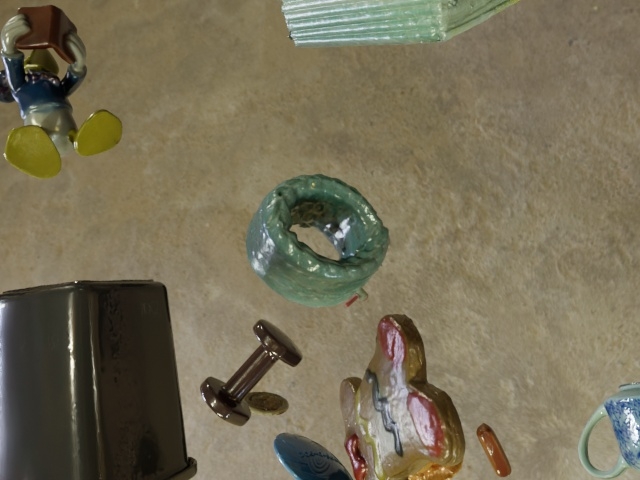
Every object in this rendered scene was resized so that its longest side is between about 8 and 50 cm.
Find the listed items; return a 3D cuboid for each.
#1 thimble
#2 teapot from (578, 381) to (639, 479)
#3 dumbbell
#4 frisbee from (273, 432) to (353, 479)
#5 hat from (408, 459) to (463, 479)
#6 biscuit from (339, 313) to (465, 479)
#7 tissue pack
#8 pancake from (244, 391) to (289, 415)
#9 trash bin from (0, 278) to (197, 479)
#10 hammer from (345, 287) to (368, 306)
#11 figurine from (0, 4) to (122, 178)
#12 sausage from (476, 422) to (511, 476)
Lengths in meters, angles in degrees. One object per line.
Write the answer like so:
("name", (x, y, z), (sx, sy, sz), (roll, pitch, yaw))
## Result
("thimble", (0.000, 0.000, 0.925), (0.235, 0.143, 0.198), (20, 56, -14))
("teapot", (0.439, 0.254, 0.680), (0.232, 0.159, 0.158), (-15, 65, 39))
("dumbbell", (-0.157, 0.300, 1.258), (0.225, 0.140, 0.124), (-47, 45, -2))
("frisbee", (-0.007, 0.547, 1.364), (0.242, 0.242, 0.045), (33, 94, 29))
("hat", (0.221, 0.535, 1.424), (0.244, 0.233, 0.233), (28, 82, 32))
("biscuit", (0.143, 0.396, 1.168), (0.394, 0.077, 0.368), (115, 146, -41))
("tissue pack", (0.148, -0.477, 1.045), (0.287, 0.162, 0.388), (-36, 35, -30))
("pancake", (-0.161, 0.480, 1.621), (0.152, 0.152, 0.025), (14, 96, 27))
("trash bin", (-0.257, 0.193, 0.604), (0.210, 0.182, 0.290), (-10, 82, 29))
("hammer", (0.108, 0.180, 1.714), (0.083, 0.031, 0.052), (-37, 74, -29))
("figurine", (-0.546, -0.297, 1.036), (0.338, 0.205, 0.283), (26, 118, 39))
("sausage", (0.397, 0.479, 1.266), (0.041, 0.039, 0.131), (-25, 97, 15))
